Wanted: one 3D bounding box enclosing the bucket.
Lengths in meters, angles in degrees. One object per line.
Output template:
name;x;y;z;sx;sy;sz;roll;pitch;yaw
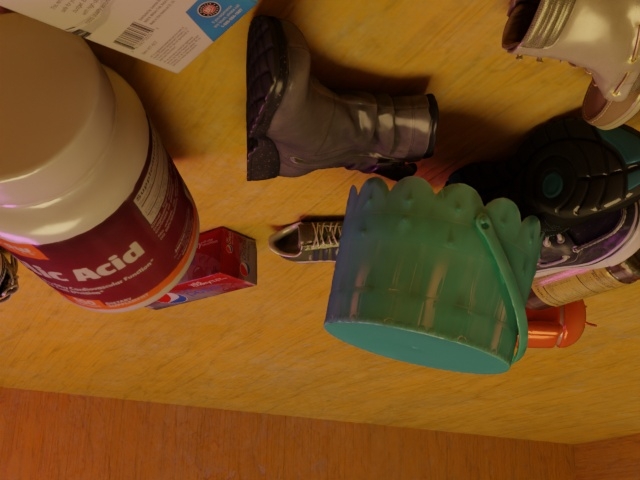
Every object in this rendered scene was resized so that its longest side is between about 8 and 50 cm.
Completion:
bucket;0.141;0.053;1.132;0.281;0.183;0.281;13;166;3

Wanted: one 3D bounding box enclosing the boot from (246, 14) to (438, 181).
boot;0.029;-0.151;0.989;0.223;0.118;0.338;0;171;-5

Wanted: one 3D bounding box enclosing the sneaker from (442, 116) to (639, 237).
sneaker;0.309;-0.072;1.160;0.140;0.125;0.341;10;168;-31

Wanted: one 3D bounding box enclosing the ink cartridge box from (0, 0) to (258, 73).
ink cartridge box;-0.174;-0.241;0.765;0.203;0.086;0.148;17;154;-34

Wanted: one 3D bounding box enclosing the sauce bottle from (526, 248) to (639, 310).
sauce bottle;0.393;0.053;1.486;0.111;0.111;0.344;13;158;-29

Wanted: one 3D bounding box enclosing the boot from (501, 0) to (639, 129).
boot;0.260;-0.190;0.890;0.165;0.077;0.213;3;154;-6

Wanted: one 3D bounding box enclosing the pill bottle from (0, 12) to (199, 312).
pill bottle;-0.286;-0.072;1.027;0.224;0.224;0.392;-1;159;5

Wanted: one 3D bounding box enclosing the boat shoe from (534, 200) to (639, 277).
boat shoe;0.356;-0.012;1.330;0.102;0.108;0.301;11;165;-27

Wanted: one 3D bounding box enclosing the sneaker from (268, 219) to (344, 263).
sneaker;0.000;0.000;1.423;0.192;0.064;0.086;-11;161;37

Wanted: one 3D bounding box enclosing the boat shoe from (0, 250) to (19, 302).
boat shoe;-0.589;0.064;1.572;0.105;0.113;0.306;7;162;-33

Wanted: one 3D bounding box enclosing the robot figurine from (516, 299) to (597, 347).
robot figurine;0.406;0.141;1.692;0.219;0.128;0.158;1;157;4

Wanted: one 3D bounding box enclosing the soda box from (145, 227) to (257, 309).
soda box;-0.234;0.054;1.557;0.263;0.083;0.092;-16;154;37
